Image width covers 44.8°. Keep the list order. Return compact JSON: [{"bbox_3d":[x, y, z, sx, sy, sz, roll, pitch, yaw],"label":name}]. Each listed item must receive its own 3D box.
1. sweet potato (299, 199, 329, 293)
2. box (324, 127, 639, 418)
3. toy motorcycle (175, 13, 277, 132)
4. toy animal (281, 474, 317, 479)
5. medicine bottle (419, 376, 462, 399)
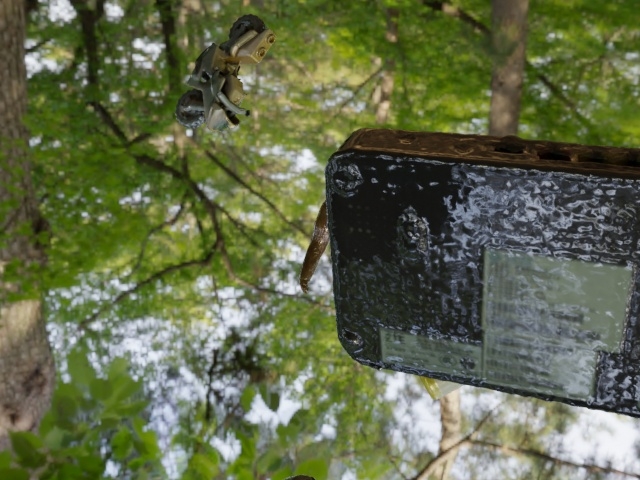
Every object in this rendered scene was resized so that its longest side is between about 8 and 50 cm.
[{"bbox_3d":[0.000,0.000,1.533,0.050,0.214,0.050,22,-173,-3],"label":"sweet potato"},{"bbox_3d":[0.177,0.028,0.582,0.350,0.211,0.058,7,-145,21],"label":"box"},{"bbox_3d":[-0.153,-0.277,1.342,0.130,0.229,0.094,40,-175,34],"label":"toy motorcycle"},{"bbox_3d":[-0.097,0.228,0.480,0.236,0.108,0.138,-18,-174,25],"label":"toy animal"},{"bbox_3d":[0.308,0.246,1.687,0.212,0.122,0.122,-29,-151,1],"label":"medicine bottle"}]
